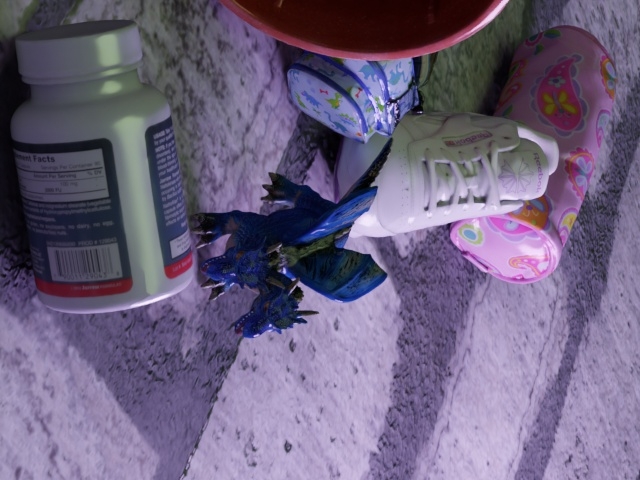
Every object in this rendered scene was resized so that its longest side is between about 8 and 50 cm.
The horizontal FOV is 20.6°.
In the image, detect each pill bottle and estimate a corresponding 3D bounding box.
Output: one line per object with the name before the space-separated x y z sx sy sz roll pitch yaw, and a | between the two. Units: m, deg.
pill bottle | -0.148 -0.051 1.173 0.108 0.108 0.180 -30 118 -57

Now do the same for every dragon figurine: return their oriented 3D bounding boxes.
dragon figurine | 0.000 0.000 1.375 0.289 0.144 0.085 -23 113 -41

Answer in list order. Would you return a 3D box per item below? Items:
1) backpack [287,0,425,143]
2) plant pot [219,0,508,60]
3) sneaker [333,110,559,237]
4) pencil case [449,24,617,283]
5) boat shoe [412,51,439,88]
backpack | 0.026 -0.143 1.473 0.084 0.105 0.114 -48 156 -22
plant pot | 0.043 -0.330 1.379 0.272 0.272 0.265 60 33 -43
sneaker | 0.117 -0.072 1.615 0.305 0.152 0.114 -22 113 -58
pencil case | 0.227 -0.093 1.855 0.124 0.124 0.284 60 41 -44
boat shoe | 0.083 -0.232 1.646 0.066 0.066 0.183 -27 124 -63
